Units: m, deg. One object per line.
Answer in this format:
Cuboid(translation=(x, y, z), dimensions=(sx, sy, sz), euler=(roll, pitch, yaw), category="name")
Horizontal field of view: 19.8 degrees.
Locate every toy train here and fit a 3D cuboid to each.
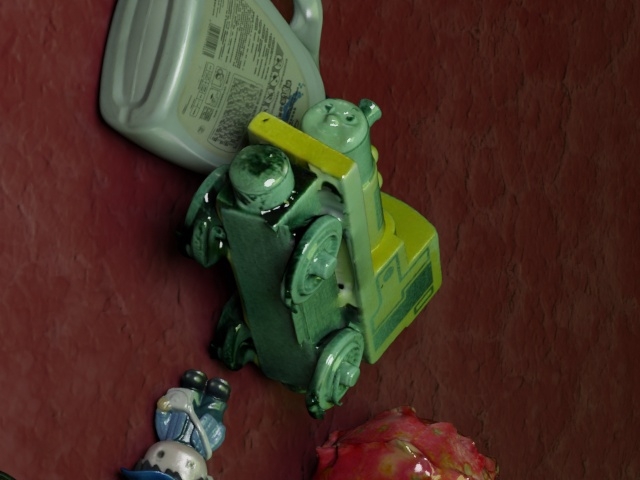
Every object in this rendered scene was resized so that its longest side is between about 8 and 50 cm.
Cuboid(translation=(0.000, 0.000, 1.709), dimensions=(0.237, 0.150, 0.369), euler=(-50, 155, -23), category="toy train")

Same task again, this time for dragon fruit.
Cuboid(translation=(0.089, 0.269, 1.896), dimensions=(0.268, 0.210, 0.205), euler=(-20, 150, -45), category="dragon fruit")

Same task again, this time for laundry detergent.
Cuboid(translation=(-0.068, -0.161, 1.712), dimensions=(0.280, 0.105, 0.215), euler=(15, 86, -49), category="laundry detergent")

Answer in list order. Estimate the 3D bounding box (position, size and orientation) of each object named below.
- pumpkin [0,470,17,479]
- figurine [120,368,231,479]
Cuboid(translation=(-0.278, 0.288, 1.389), dimensions=(0.293, 0.197, 0.263), euler=(-19, 105, -70), category="pumpkin")
Cuboid(translation=(-0.133, 0.196, 1.714), dimensions=(0.087, 0.086, 0.149), euler=(111, -1, -57), category="figurine")
